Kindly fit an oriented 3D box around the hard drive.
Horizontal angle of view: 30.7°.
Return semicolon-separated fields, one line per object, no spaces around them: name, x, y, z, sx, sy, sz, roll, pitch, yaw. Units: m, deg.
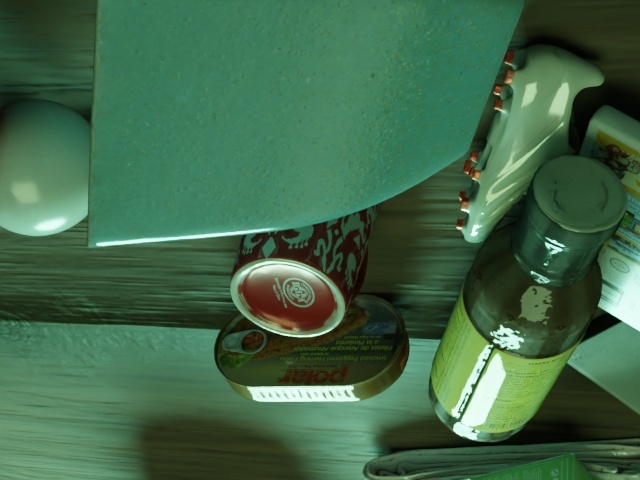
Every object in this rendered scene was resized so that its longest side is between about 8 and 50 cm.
hard drive;0.302;0.116;1.090;0.135;0.022;0.094;35;134;-20

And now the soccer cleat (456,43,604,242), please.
soccer cleat;0.158;-0.065;0.911;0.076;0.068;0.196;13;135;-2

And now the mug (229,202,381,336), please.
mug;0.005;-0.005;0.941;0.150;0.169;0.113;40;132;-24

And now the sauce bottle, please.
sauce bottle;0.169;0.057;0.966;0.111;0.111;0.344;15;148;1

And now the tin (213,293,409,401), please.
tin;-0.008;0.104;1.107;0.190;0.106;0.040;-2;135;20

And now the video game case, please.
video game case;0.290;0.019;0.903;0.227;0.026;0.206;33;151;19

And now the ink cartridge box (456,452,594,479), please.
ink cartridge box;0.197;0.313;1.237;0.235;0.056;0.171;-21;126;29

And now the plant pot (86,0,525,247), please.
plant pot;-0.016;-0.157;0.743;0.252;0.247;0.247;3;139;-11

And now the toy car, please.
toy car;-0.271;-0.054;0.967;0.238;0.219;0.210;14;141;-26

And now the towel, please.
towel;0.247;0.346;1.330;0.317;0.053;0.331;-8;132;24
